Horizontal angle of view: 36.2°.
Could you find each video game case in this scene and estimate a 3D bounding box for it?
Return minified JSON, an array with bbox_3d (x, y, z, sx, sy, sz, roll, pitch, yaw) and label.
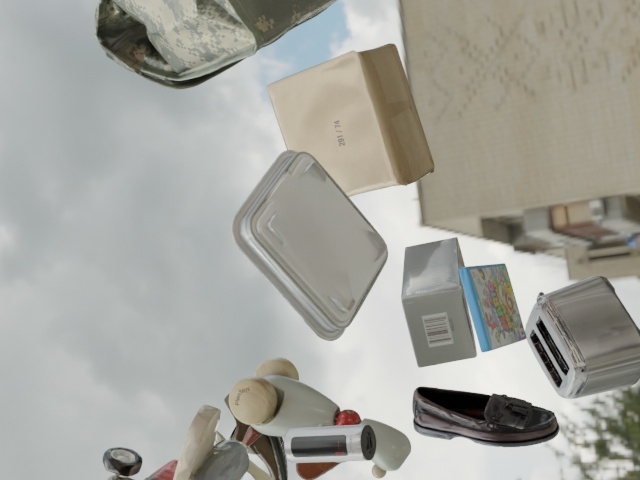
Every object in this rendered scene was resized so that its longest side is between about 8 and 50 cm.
[{"bbox_3d":[0.248,0.093,1.400,0.166,0.015,0.119,-1,-105,-61],"label":"video game case"}]

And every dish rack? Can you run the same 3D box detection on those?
[{"bbox_3d":[0.000,0.000,1.937,0.333,0.072,0.285,48,-130,-19],"label":"dish rack"}]

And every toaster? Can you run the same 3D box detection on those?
[{"bbox_3d":[0.449,0.174,1.658,0.129,0.146,0.227,98,154,-52],"label":"toaster"}]

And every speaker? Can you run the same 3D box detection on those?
[{"bbox_3d":[0.015,0.311,1.499,0.055,0.136,0.055,24,-118,-58],"label":"speaker"}]

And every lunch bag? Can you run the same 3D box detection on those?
[{"bbox_3d":[-0.114,-0.303,1.184,0.235,0.287,0.169,-41,-70,-35],"label":"lunch bag"}]

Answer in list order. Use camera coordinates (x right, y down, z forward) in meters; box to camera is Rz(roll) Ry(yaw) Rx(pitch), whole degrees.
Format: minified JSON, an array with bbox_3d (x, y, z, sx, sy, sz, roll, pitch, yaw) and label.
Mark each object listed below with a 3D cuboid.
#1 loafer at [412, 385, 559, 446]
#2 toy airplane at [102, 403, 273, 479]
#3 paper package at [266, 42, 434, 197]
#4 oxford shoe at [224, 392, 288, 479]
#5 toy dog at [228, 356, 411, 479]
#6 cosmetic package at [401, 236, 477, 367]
[{"bbox_3d":[0.326,0.350,1.984,0.109,0.303,0.095,-48,-48,-56],"label":"loafer"},{"bbox_3d":[-0.198,0.453,1.348,0.386,0.272,0.384,117,164,-59],"label":"toy airplane"},{"bbox_3d":[0.069,-0.265,2.315,0.168,0.309,0.324,-25,-82,-50],"label":"paper package"},{"bbox_3d":[-0.128,0.395,1.960,0.083,0.096,0.227,-97,-15,-80],"label":"oxford shoe"},{"bbox_3d":[-0.023,0.343,1.726,0.220,0.334,0.161,-1,-65,-48],"label":"toy dog"},{"bbox_3d":[0.192,0.095,1.588,0.238,0.107,0.127,-68,-36,-67],"label":"cosmetic package"}]
